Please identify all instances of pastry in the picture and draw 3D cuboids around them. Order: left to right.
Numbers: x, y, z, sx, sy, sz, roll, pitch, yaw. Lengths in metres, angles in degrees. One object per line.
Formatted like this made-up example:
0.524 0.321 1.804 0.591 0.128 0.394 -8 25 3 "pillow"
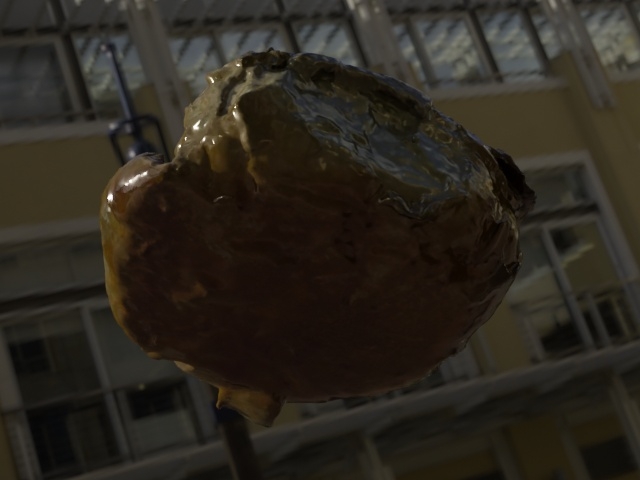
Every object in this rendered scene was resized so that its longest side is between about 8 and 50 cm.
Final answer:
0.000 0.000 0.684 0.229 0.100 0.218 -4 -46 8 "pastry"
